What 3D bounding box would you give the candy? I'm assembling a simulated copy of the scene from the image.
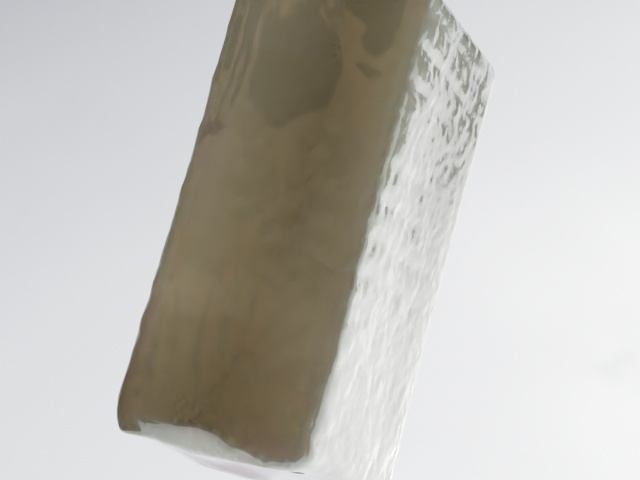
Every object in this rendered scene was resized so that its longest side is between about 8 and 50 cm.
[{"bbox_3d":[0.003,0.001,0.759,0.145,0.358,0.208,11,170,24],"label":"candy"}]
